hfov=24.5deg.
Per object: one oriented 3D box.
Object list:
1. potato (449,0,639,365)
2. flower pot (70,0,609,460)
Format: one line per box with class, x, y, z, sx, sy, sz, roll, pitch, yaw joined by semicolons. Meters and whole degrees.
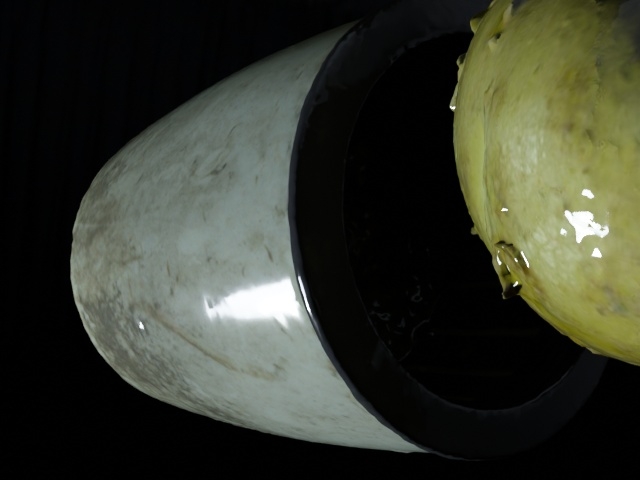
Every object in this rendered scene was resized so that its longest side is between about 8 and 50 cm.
potato;0.182;-0.052;0.731;0.270;0.219;0.359;-2;-170;22
flower pot;0.000;0.000;1.029;0.294;0.293;0.330;5;173;-39
